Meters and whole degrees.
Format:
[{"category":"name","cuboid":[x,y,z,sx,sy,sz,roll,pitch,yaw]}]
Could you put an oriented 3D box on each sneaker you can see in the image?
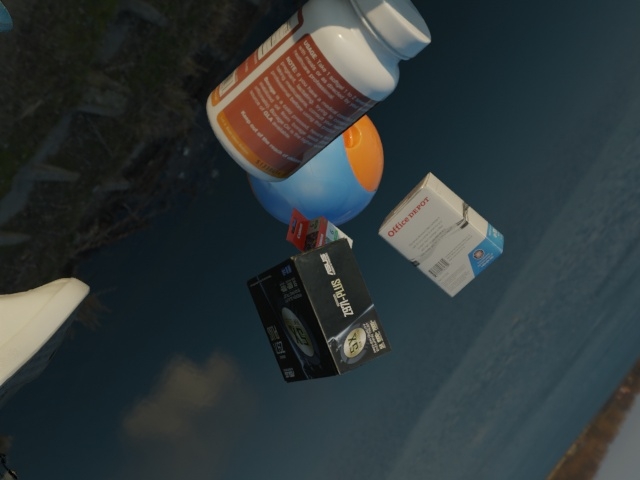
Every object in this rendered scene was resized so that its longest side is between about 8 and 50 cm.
[{"category":"sneaker","cuboid":[-0.311,0.079,0.770,0.106,0.123,0.290,-58,-177,12]}]

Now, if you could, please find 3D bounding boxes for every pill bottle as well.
[{"category":"pill bottle","cuboid":[-0.001,-0.163,0.816,0.216,0.121,0.121,-36,166,27]}]

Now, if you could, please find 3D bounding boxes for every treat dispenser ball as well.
[{"category":"treat dispenser ball","cuboid":[-0.013,-0.165,1.709,0.288,0.288,0.288,-42,156,-24]}]

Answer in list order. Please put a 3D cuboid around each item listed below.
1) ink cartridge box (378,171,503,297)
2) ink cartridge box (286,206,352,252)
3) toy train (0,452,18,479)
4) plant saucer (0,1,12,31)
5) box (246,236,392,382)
[{"category":"ink cartridge box","cuboid":[0.225,-0.010,1.534,0.139,0.191,0.082,-46,-175,28]},{"category":"ink cartridge box","cuboid":[0.000,0.000,1.248,0.115,0.029,0.063,39,48,-36]},{"category":"toy train","cuboid":[-0.343,0.179,0.793,0.027,0.036,0.158,-38,112,-31]},{"category":"plant saucer","cuboid":[-0.732,-0.495,1.704,0.037,0.195,0.195,-58,161,-22]},{"category":"box","cuboid":[-0.008,0.092,1.021,0.077,0.147,0.180,-21,177,-26]}]
